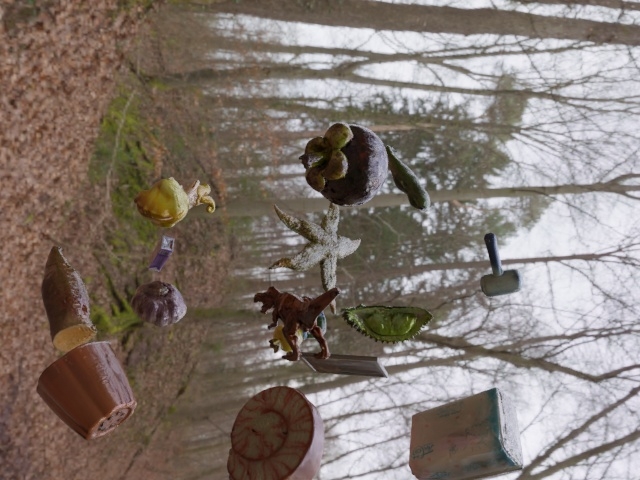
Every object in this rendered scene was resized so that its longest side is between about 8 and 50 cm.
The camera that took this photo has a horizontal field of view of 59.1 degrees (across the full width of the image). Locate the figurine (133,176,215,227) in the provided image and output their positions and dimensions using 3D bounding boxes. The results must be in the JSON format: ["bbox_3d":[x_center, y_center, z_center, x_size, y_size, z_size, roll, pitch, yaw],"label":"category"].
[{"bbox_3d":[-0.398,-0.106,1.558,0.131,0.246,0.156,33,-58,20],"label":"figurine"}]

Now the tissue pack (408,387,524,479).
[{"bbox_3d":[0.373,0.514,1.468,0.271,0.124,0.201,-29,-159,28],"label":"tissue pack"}]

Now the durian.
[{"bbox_3d":[0.253,0.289,2.146,0.158,0.352,0.168,-72,159,-51],"label":"durian"}]

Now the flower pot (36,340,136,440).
[{"bbox_3d":[-0.530,0.358,1.315,0.173,0.191,0.190,48,-40,17],"label":"flower pot"}]

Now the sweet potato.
[{"bbox_3d":[-0.743,0.146,1.635,0.336,0.131,0.131,65,-33,24],"label":"sweet potato"}]

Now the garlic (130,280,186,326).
[{"bbox_3d":[-0.476,0.182,1.665,0.147,0.159,0.102,-57,175,-50],"label":"garlic"}]

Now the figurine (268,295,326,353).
[{"bbox_3d":[-0.097,0.320,2.152,0.127,0.235,0.185,-156,-125,-64],"label":"figurine"}]

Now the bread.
[{"bbox_3d":[-0.132,0.607,1.712,0.296,0.114,0.327,-12,-135,24],"label":"bread"}]

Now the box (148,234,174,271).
[{"bbox_3d":[-0.451,0.037,1.597,0.117,0.036,0.050,-45,-143,44],"label":"box"}]

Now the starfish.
[{"bbox_3d":[0.002,-0.002,1.583,0.078,0.347,0.357,-19,-131,45],"label":"starfish"}]

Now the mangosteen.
[{"bbox_3d":[0.047,-0.175,1.298,0.192,0.217,0.192,-1,-91,41],"label":"mangosteen"}]

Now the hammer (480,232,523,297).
[{"bbox_3d":[0.485,0.063,1.549,0.069,0.116,0.193,-68,142,-63],"label":"hammer"}]

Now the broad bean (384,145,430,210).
[{"bbox_3d":[0.252,-0.195,1.675,0.317,0.098,0.056,-104,-148,-45],"label":"broad bean"}]

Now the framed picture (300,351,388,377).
[{"bbox_3d":[0.085,0.451,2.041,0.211,0.290,0.020,60,34,-57],"label":"framed picture"}]

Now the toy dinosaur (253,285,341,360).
[{"bbox_3d":[-0.037,0.207,1.405,0.432,0.097,0.207,-5,-80,54],"label":"toy dinosaur"}]
